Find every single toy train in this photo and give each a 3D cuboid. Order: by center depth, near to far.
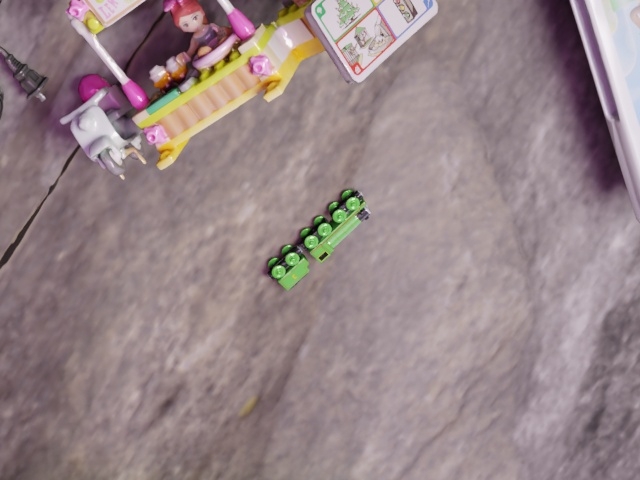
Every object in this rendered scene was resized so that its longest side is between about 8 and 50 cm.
[{"bbox_3d":[0.000,0.000,0.925,0.083,0.017,0.024,-42,117,7],"label":"toy train"}]

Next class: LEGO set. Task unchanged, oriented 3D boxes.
[{"bbox_3d":[0.036,-0.228,0.791,0.244,0.060,0.182,-45,113,-27],"label":"LEGO set"},{"bbox_3d":[-0.041,-0.152,0.810,0.287,0.132,0.107,-37,107,6],"label":"LEGO set"}]

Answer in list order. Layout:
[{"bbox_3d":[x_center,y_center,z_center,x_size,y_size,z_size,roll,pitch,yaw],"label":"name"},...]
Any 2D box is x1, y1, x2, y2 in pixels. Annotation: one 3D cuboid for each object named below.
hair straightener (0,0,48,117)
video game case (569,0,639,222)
[{"bbox_3d":[-0.213,-0.092,0.854,0.089,0.047,0.230,17,105,-11],"label":"hair straightener"},{"bbox_3d":[0.242,-0.176,0.862,0.204,0.025,0.285,-27,110,-16],"label":"video game case"}]
